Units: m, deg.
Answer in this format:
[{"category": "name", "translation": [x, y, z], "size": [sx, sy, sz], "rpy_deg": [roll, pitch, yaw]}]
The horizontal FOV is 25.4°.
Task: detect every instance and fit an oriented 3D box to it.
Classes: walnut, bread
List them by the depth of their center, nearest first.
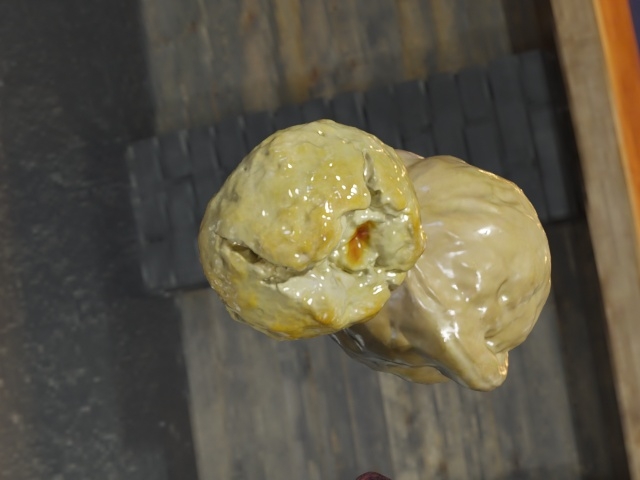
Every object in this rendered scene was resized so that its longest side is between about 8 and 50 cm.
[{"category": "bread", "translation": [0.000, 0.000, 1.426], "size": [0.134, 0.244, 0.244], "rpy_deg": [38, -13, 42]}, {"category": "walnut", "translation": [0.162, 0.051, 2.115], "size": [0.383, 0.383, 0.384], "rpy_deg": [-12, 90, -71]}]

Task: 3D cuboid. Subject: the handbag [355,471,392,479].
[{"category": "handbag", "translation": [0.052, 0.401, 1.688], "size": [0.225, 0.146, 0.135], "rpy_deg": [-59, 175, -44]}]
